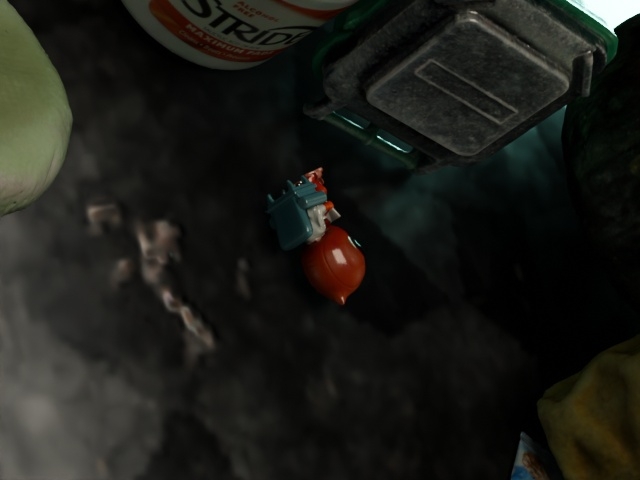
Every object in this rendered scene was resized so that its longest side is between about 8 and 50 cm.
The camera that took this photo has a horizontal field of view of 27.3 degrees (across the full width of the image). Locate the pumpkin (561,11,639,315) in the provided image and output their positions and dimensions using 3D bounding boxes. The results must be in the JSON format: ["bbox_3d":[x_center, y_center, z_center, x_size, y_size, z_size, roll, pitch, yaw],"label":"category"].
[{"bbox_3d":[0.492,-0.084,1.642,0.454,0.344,0.454,22,59,-42],"label":"pumpkin"}]

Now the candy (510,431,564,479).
[{"bbox_3d":[0.249,0.292,1.497,0.088,0.038,0.136,33,46,-10],"label":"candy"}]

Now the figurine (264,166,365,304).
[{"bbox_3d":[0.000,0.000,1.375,0.075,0.068,0.140,-28,90,-46],"label":"figurine"}]

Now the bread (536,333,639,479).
[{"bbox_3d":[0.400,0.212,1.498,0.196,0.252,0.238,7,61,-51],"label":"bread"}]

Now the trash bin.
[{"bbox_3d":[0.144,-0.296,1.502,0.259,0.295,0.381,27,47,-30],"label":"trash bin"}]

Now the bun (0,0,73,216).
[{"bbox_3d":[-0.352,-0.096,1.039,0.293,0.187,0.293,25,36,-20],"label":"bun"}]

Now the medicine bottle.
[{"bbox_3d":[-0.062,-0.328,1.336,0.252,0.241,0.252,17,62,-34],"label":"medicine bottle"}]
